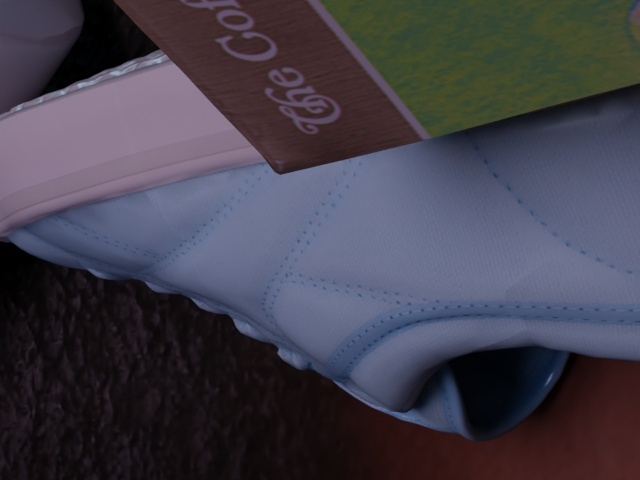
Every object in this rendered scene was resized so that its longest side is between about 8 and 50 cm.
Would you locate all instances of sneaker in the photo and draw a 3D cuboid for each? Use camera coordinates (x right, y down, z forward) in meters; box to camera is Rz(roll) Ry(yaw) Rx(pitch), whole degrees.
[{"bbox_3d":[0.000,0.000,0.520,0.366,0.135,0.150,-6,107,55],"label":"sneaker"}]

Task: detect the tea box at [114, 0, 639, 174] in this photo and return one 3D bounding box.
[{"bbox_3d":[0.085,-0.232,0.311,0.324,0.220,0.329,-15,52,27],"label":"tea box"}]

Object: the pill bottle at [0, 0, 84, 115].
[{"bbox_3d":[-0.231,-0.022,0.704,0.283,0.161,0.161,-51,54,23],"label":"pill bottle"}]
